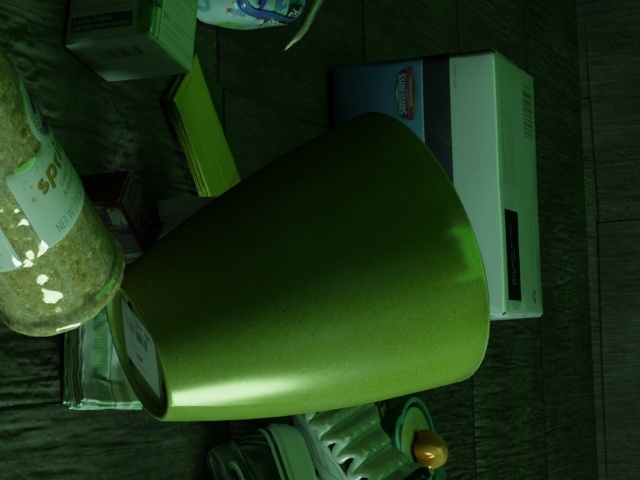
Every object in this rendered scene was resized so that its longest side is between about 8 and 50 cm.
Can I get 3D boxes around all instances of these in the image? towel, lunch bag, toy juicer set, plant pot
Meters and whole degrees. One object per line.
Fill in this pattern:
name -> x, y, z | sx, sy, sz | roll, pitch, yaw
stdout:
towel -> -0.198, 0.104, 1.611 | 0.152, 0.023, 0.113 | 17, 72, -69
lunch bag -> -0.089, -0.345, 1.892 | 0.176, 0.090, 0.219 | 0, 86, -67
toy juicer set -> 0.101, 0.278, 2.028 | 0.209, 0.089, 0.329 | -65, 142, -53
towel -> -0.119, -0.079, 1.865 | 0.102, 0.021, 0.237 | -74, 151, -54
plant pot -> -0.041, 0.052, 1.592 | 0.275, 0.293, 0.274 | 48, -31, 43

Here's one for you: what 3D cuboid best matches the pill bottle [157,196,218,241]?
pill bottle -> -0.127, 0.038, 1.721 | 0.087, 0.087, 0.160 | 1, 85, -70

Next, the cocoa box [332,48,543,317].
cocoa box -> 0.159, -0.062, 2.302 | 0.231, 0.228, 0.347 | 10, 77, -70

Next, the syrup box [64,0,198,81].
syrup box -> -0.173, -0.280, 1.642 | 0.096, 0.093, 0.236 | 41, 49, -62

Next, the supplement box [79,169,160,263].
supplement box -> -0.193, -0.020, 1.601 | 0.043, 0.055, 0.083 | -75, 154, -43

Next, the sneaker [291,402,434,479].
sneaker -> 0.024, 0.230, 1.869 | 0.110, 0.118, 0.292 | -20, 68, -43

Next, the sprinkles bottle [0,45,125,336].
sprinkles bottle -> -0.269, -0.078, 1.314 | 0.355, 0.121, 0.121 | 66, 28, -44

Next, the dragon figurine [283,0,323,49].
dragon figurine -> 0.014, -0.330, 1.907 | 0.144, 0.085, 0.289 | 43, 43, -63

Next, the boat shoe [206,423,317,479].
boat shoe -> -0.039, 0.362, 1.795 | 0.121, 0.119, 0.335 | 115, -41, -63

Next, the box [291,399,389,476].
box -> 0.040, 0.404, 2.096 | 0.318, 0.097, 0.395 | -65, 145, -54
